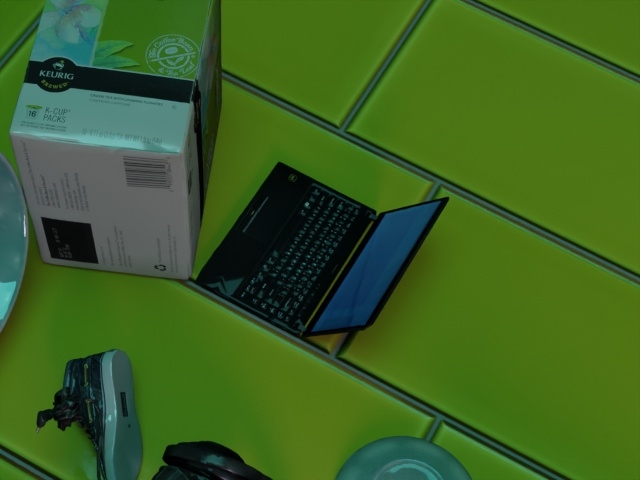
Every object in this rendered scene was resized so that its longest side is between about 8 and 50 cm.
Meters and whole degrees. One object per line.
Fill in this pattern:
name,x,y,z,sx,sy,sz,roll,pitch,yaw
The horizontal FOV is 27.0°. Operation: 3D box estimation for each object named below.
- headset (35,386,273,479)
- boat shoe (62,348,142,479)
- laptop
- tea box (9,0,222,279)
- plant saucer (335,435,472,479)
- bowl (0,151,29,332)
headset,-0.179,0.331,1.590,0.394,0.185,0.243,44,68,5
boat shoe,-0.283,0.236,1.720,0.083,0.065,0.183,-12,75,26
laptop,0.000,0.000,1.827,0.264,0.136,0.234,28,62,11
tea box,-0.259,-0.171,1.793,0.220,0.329,0.323,6,61,0
plant saucer,0.111,0.335,1.702,0.195,0.037,0.195,2,61,-3
bowl,-0.519,0.014,1.645,0.163,0.311,0.311,11,59,22
